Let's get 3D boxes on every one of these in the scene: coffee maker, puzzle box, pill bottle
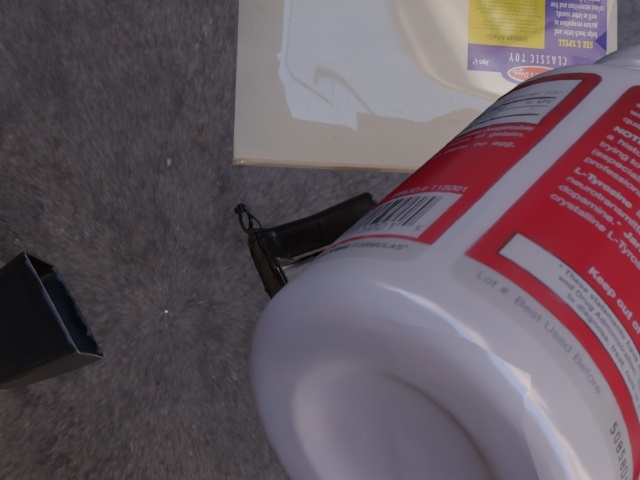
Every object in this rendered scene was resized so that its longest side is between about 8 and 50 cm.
[{"bbox_3d":[0.000,0.000,1.349,0.178,0.120,0.171,-21,94,-18],"label":"coffee maker"},{"bbox_3d":[0.113,-0.204,1.036,0.408,0.052,0.272,3,84,-6],"label":"puzzle box"},{"bbox_3d":[0.159,0.021,0.665,0.229,0.229,0.407,52,51,-2],"label":"pill bottle"}]

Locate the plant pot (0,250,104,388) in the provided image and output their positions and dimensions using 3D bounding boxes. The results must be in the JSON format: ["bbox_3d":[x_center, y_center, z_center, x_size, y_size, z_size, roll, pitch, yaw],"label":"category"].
[{"bbox_3d":[-0.489,0.147,1.606,0.167,0.187,0.188,-29,82,-5],"label":"plant pot"}]
